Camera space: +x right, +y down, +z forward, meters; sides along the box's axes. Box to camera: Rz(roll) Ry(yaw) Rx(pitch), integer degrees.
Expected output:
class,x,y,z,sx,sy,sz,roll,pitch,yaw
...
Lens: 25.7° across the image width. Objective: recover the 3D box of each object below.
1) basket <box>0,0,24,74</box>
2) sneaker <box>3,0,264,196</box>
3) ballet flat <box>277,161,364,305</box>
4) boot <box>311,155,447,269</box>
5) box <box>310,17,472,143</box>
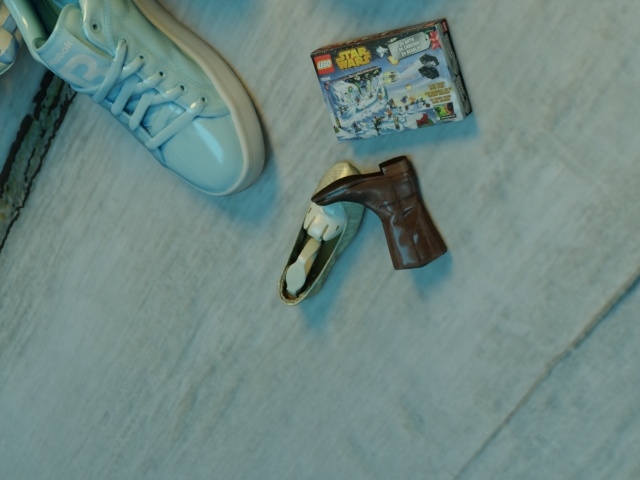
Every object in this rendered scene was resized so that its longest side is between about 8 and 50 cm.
class,x,y,z,sx,sy,sz,roll,pitch,yaw
basket,-0.455,-0.252,1.429,0.289,0.201,0.255,36,130,-29
sneaker,-0.212,-0.175,1.384,0.366,0.150,0.135,48,126,1
ballet flat,0.000,0.000,1.410,0.057,0.052,0.168,29,123,13
boot,0.058,-0.013,1.367,0.106,0.037,0.114,-20,106,7
box,0.066,-0.149,1.322,0.137,0.027,0.094,-8,110,31
